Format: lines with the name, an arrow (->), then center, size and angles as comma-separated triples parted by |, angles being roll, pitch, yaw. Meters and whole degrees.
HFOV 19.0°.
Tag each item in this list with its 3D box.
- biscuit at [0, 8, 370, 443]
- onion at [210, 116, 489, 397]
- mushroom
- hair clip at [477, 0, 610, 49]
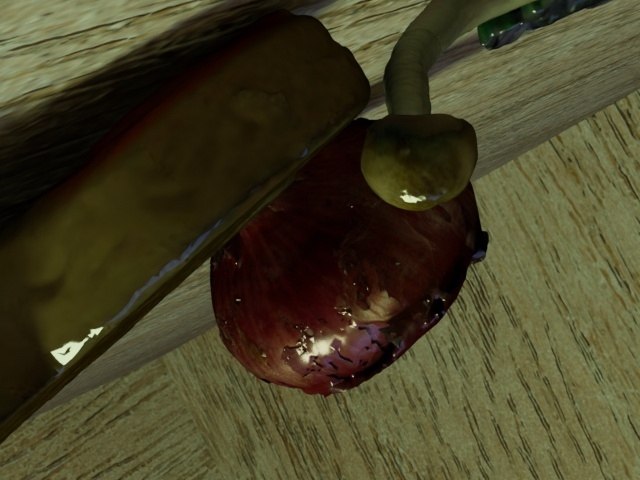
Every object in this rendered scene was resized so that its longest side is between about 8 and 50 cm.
biscuit -> -0.152, 0.050, 0.833 | 0.368, 0.076, 0.394 | -41, -179, -9
onion -> 0.000, 0.000, 1.134 | 0.184, 0.184, 0.147 | -29, 135, 30
mushroom -> 0.070, -0.088, 0.806 | 0.306, 0.068, 0.043 | -54, 162, -57
hair clip -> 0.177, -0.143, 1.053 | 0.195, 0.052, 0.124 | -22, 171, -1
